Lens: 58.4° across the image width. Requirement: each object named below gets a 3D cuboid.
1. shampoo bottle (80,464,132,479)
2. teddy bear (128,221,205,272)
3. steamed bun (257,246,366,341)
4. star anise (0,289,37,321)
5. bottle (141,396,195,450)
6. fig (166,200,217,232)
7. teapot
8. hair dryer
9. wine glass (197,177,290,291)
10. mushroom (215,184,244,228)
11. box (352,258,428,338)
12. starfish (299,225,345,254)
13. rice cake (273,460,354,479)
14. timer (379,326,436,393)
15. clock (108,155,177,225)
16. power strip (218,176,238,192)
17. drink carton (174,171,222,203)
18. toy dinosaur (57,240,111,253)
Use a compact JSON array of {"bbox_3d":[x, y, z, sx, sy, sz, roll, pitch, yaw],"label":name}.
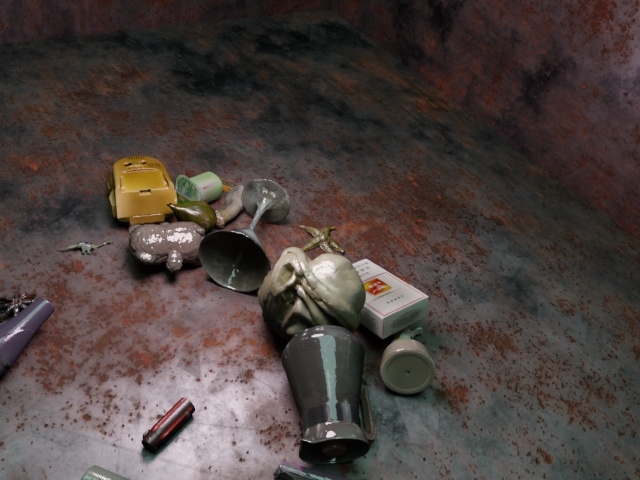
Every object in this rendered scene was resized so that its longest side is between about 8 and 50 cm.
[{"bbox_3d":[-0.469,0.648,1.423,0.262,0.085,0.085,20,43,6],"label":"shampoo bottle"},{"bbox_3d":[-0.537,0.016,2.019,0.267,0.151,0.236,-12,48,-25],"label":"teddy bear"},{"bbox_3d":[-0.043,0.202,1.813,0.352,0.339,0.247,24,44,12],"label":"steamed bun"},{"bbox_3d":[-0.948,0.202,1.799,0.141,0.042,0.141,8,44,-8],"label":"star anise"},{"bbox_3d":[-0.426,0.513,1.595,0.060,0.060,0.164,30,45,17],"label":"bottle"},{"bbox_3d":[-0.476,-0.110,2.136,0.133,0.185,0.126,11,53,46],"label":"fig"},{"bbox_3d":[0.036,0.453,1.671,0.300,0.253,0.344,26,42,-34],"label":"teapot"},{"bbox_3d":[-1.006,0.249,1.688,0.361,0.121,0.301,21,52,20],"label":"hair dryer"},{"bbox_3d":[-0.256,-0.040,2.092,0.267,0.267,0.406,15,38,2],"label":"wine glass"},{"bbox_3d":[-0.358,-0.131,2.274,0.092,0.081,0.223,22,45,1],"label":"mushroom"},{"bbox_3d":[0.186,0.194,1.992,0.210,0.095,0.330,-20,34,-30],"label":"box"},{"bbox_3d":[0.000,-0.002,2.263,0.223,0.050,0.217,33,54,27],"label":"starfish"},{"bbox_3d":[0.005,0.656,1.559,0.270,0.055,0.049,14,38,3],"label":"rice cake"},{"bbox_3d":[0.278,0.358,1.901,0.175,0.175,0.266,12,24,-2],"label":"timer"},{"bbox_3d":[-0.689,-0.207,2.202,0.244,0.200,0.317,-4,38,-22],"label":"clock"},{"bbox_3d":[-0.405,-0.234,2.406,0.178,0.028,0.049,18,42,4],"label":"power strip"},{"bbox_3d":[-0.479,-0.204,2.281,0.146,0.144,0.142,37,42,23],"label":"drink carton"},{"bbox_3d":[-0.832,0.025,2.021,0.180,0.037,0.058,-1,21,-25],"label":"toy dinosaur"}]
